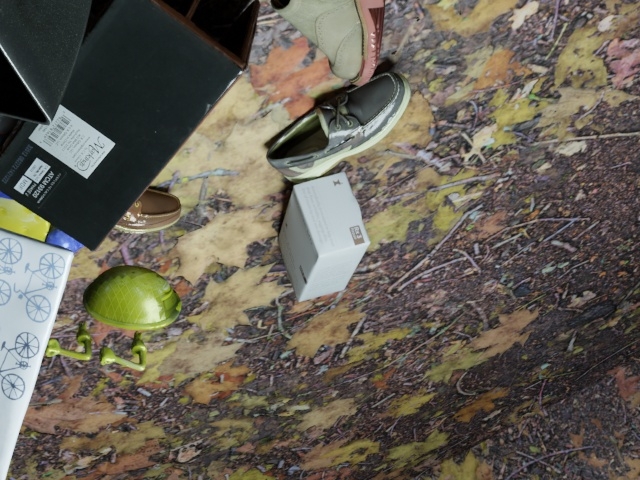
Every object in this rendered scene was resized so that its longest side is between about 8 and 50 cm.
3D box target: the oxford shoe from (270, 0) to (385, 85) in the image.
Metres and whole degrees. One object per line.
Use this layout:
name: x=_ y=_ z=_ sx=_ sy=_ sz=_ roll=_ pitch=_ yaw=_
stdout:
oxford shoe: x=0.009 y=-0.280 z=1.192 sx=0.130 sy=0.122 sz=0.348 roll=3 pitch=163 yaw=3

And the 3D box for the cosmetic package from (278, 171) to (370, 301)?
cosmetic package: x=0.000 y=0.000 z=1.544 sx=0.086 sy=0.117 sz=0.231 roll=-16 pitch=162 yaw=-12

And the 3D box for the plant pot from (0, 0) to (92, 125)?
plant pot: x=-0.319 y=-0.242 z=0.967 sx=0.188 sy=0.167 sz=0.187 roll=14 pitch=151 yaw=22

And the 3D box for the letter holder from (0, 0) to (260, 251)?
letter holder: x=-0.219 y=-0.178 z=1.200 sx=0.152 sy=0.214 sz=0.302 roll=35 pitch=119 yaw=-17

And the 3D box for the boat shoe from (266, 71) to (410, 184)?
boat shoe: x=0.021 y=-0.155 z=1.420 sx=0.224 sy=0.080 sz=0.073 roll=-34 pitch=151 yaw=25

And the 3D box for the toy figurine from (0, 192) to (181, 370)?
toy figurine: x=-0.354 y=-0.001 z=1.286 sx=0.363 sy=0.191 sz=0.217 roll=11 pitch=119 yaw=3

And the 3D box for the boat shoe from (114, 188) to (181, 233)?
boat shoe: x=-0.268 y=-0.051 z=1.406 sx=0.178 sy=0.064 sz=0.060 roll=3 pitch=138 yaw=-28

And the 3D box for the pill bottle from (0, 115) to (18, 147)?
pill bottle: x=-0.397 y=-0.134 z=1.185 sx=0.087 sy=0.087 sz=0.160 roll=11 pitch=134 yaw=-41

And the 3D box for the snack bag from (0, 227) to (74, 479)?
snack bag: x=-0.489 y=0.096 z=1.233 sx=0.343 sy=0.037 sz=0.323 roll=21 pitch=105 yaw=1
